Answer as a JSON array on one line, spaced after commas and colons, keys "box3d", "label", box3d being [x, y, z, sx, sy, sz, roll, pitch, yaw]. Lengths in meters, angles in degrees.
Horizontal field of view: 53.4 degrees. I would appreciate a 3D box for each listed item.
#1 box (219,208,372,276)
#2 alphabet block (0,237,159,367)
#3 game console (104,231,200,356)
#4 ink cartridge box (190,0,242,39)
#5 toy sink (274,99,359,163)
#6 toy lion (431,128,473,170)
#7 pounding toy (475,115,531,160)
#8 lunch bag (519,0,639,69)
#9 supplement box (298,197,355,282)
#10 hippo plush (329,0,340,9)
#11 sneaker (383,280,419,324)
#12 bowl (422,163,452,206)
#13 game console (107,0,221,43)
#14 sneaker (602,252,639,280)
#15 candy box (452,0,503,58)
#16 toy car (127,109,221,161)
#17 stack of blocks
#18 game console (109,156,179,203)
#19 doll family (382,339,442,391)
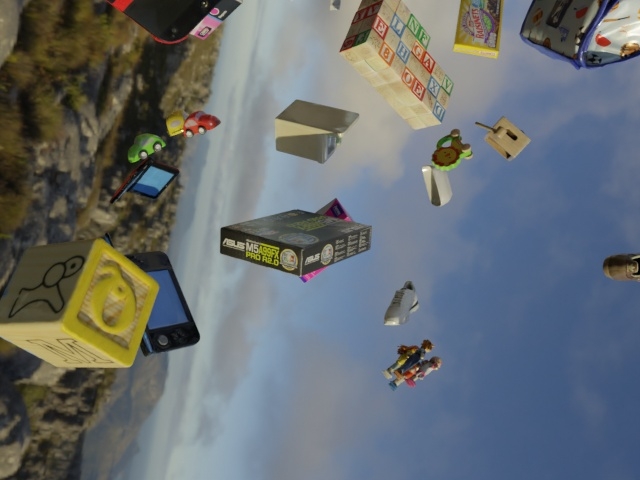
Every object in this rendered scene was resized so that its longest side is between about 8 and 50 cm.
[{"box3d": [-0.048, -0.003, 1.373, 0.270, 0.216, 0.060, -18, 116, -53], "label": "box"}, {"box3d": [-0.466, 0.125, 1.225, 0.193, 0.197, 0.192, 49, 44, -48], "label": "alphabet block"}, {"box3d": [-0.426, 0.129, 1.637, 0.173, 0.250, 0.293, -40, -112, 38], "label": "game console"}, {"box3d": [-0.388, -0.621, 1.536, 0.176, 0.371, 0.069, -26, -119, 41], "label": "ink cartridge box"}, {"box3d": [-0.008, -0.342, 2.041, 0.152, 0.234, 0.131, -54, 153, -45], "label": "toy sink"}, {"box3d": [0.309, -0.213, 1.532, 0.034, 0.096, 0.100, 59, 8, -47], "label": "toy lion"}, {"box3d": [0.627, -0.375, 2.186, 0.094, 0.181, 0.206, -47, 175, 6], "label": "pounding toy"}, {"box3d": [0.740, -0.615, 1.639, 0.386, 0.239, 0.327, -38, -151, 10], "label": "lunch bag"}, {"box3d": [0.000, 0.000, 1.823, 0.220, 0.114, 0.111, -35, -142, 5], "label": "supplement box"}, {"box3d": [0.077, -0.734, 1.559, 0.236, 0.235, 0.294, -71, 174, -58], "label": "hippo plush"}, {"box3d": [0.276, 0.222, 2.221, 0.235, 0.090, 0.094, -39, 128, -60], "label": "sneaker"}, {"box3d": [0.384, -0.185, 2.079, 0.142, 0.053, 0.141, -120, -167, -83], "label": "bowl"}, {"box3d": [-0.319, -0.642, 1.385, 0.387, 0.342, 0.060, -40, -128, 14], "label": "game console"}, {"box3d": [0.625, 0.052, 1.199, 0.071, 0.189, 0.066, -179, -96, -67], "label": "sneaker"}, {"box3d": [0.379, -0.521, 1.521, 0.027, 0.105, 0.205, 89, 12, -59], "label": "candy box"}, {"box3d": [-0.390, -0.269, 1.601, 0.239, 0.225, 0.053, 19, -42, 56], "label": "toy car"}, {"box3d": [0.195, -0.424, 1.516, 0.087, 0.297, 0.171, -5, -124, 47], "label": "stack of blocks"}, {"box3d": [-0.453, -0.139, 1.641, 0.144, 0.085, 0.124, -39, -165, 36], "label": "game console"}, {"box3d": [0.304, 0.402, 2.131, 0.163, 0.118, 0.263, -36, 176, -21], "label": "doll family"}]
